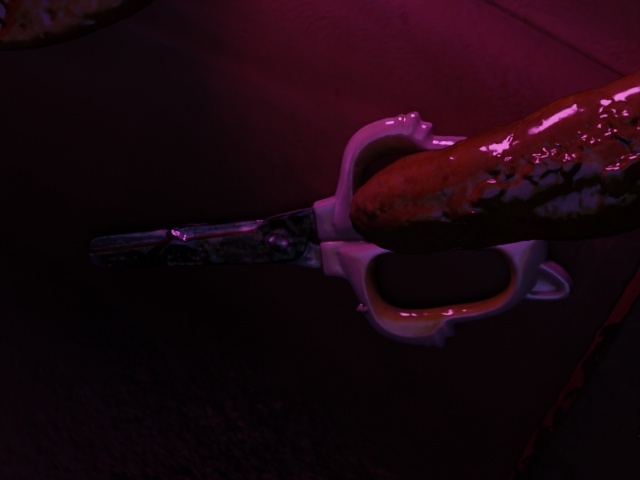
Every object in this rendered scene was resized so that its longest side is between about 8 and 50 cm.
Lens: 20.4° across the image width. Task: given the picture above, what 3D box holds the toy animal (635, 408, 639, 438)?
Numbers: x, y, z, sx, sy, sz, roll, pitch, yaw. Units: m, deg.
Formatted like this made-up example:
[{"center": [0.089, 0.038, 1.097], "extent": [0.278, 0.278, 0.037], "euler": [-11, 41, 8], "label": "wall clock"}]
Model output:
[{"center": [0.248, 0.133, 1.136], "extent": [0.065, 0.047, 0.135], "euler": [-35, 105, 28], "label": "toy animal"}]

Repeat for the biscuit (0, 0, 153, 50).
[{"center": [-0.229, -0.286, 1.069], "extent": [0.314, 0.063, 0.367], "euler": [-20, 105, 19], "label": "biscuit"}]

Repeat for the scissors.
[{"center": [0.000, 0.000, 1.146], "extent": [0.318, 0.024, 0.160], "euler": [-4, 109, 12], "label": "scissors"}]

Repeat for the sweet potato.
[{"center": [0.192, -0.054, 1.049], "extent": [0.355, 0.095, 0.106], "euler": [-5, 124, 1], "label": "sweet potato"}]
